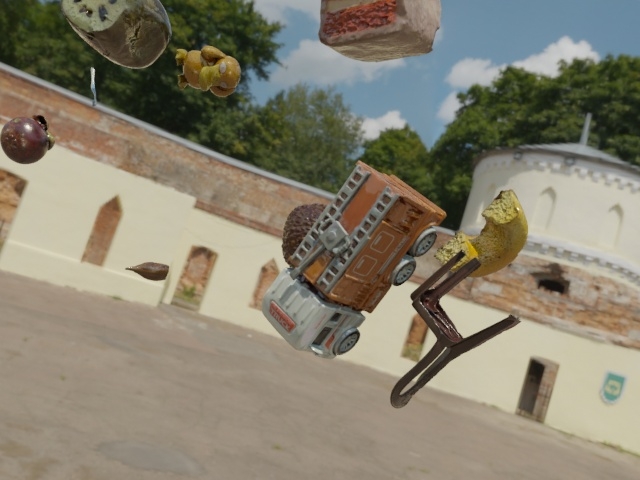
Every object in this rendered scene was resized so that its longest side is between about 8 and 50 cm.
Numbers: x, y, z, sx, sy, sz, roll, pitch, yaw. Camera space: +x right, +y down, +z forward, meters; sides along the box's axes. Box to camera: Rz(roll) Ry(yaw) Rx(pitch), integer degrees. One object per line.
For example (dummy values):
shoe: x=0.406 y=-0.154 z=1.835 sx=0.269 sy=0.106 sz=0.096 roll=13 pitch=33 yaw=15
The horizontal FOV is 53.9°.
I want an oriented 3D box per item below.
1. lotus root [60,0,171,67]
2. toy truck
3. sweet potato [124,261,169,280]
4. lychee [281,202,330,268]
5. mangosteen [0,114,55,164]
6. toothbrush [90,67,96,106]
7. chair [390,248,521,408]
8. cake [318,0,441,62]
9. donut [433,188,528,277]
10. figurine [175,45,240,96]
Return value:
lotus root: x=-0.586 y=-0.651 z=1.866 sx=0.250 sy=0.250 sz=0.346 roll=16 pitch=-1 yaw=15
toy truck: x=0.048 y=0.045 z=1.234 sx=0.173 sy=0.387 sz=0.207 roll=41 pitch=11 yaw=32
sweet potato: x=-0.436 y=0.077 z=1.588 sx=0.117 sy=0.049 sz=0.049 roll=8 pitch=1 yaw=-34
lychee: x=-0.003 y=0.001 z=1.527 sx=0.194 sy=0.194 sz=0.194 roll=17 pitch=-6 yaw=2
mangosteen: x=-0.917 y=-0.315 z=2.005 sx=0.146 sy=0.156 sz=0.181 roll=53 pitch=22 yaw=21
toothbrush: x=-0.744 y=-0.506 z=2.064 sx=0.017 sy=0.162 sz=0.014 roll=-22 pitch=-27 yaw=23
chair: x=0.249 y=0.197 z=1.370 sx=0.183 sy=0.326 sz=0.175 roll=56 pitch=14 yaw=21
cake: x=0.170 y=-0.650 z=1.788 sx=0.309 sy=0.237 sz=0.230 roll=5 pitch=3 yaw=38
donut: x=0.434 y=0.006 z=1.587 sx=0.152 sy=0.259 sz=0.101 roll=30 pitch=22 yaw=-33
figurine: x=-0.441 y=-0.668 z=2.479 sx=0.228 sy=0.215 sz=0.215 roll=29 pitch=2 yaw=34
